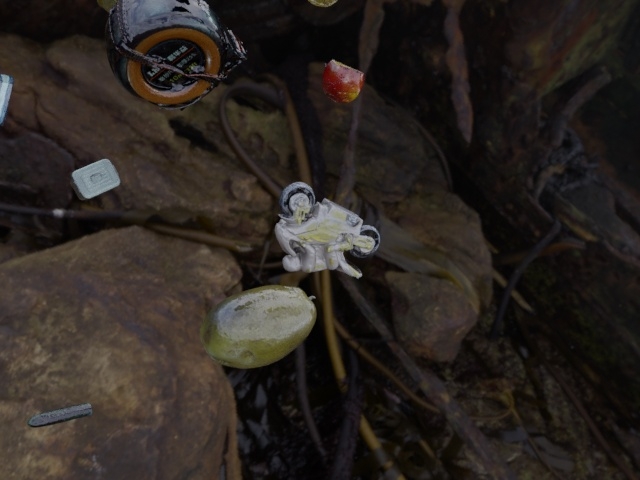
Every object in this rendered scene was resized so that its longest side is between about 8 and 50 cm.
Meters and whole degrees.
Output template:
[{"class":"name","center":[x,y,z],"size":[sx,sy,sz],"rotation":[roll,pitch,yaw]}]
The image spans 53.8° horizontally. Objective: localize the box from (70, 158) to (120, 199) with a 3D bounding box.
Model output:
[{"class":"box","center":[-0.623,-0.162,1.733],"size":[0.122,0.069,0.084],"rotation":[-32,98,-35]}]

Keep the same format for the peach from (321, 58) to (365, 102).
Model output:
[{"class":"peach","center":[0.042,-0.264,1.039],"size":[0.077,0.083,0.050],"rotation":[-38,57,-20]}]

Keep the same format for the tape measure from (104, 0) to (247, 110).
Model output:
[{"class":"tape measure","center":[-0.258,-0.332,1.084],"size":[0.223,0.202,0.135],"rotation":[29,32,-57]}]

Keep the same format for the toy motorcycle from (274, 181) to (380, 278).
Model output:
[{"class":"toy motorcycle","center":[0.000,0.000,1.643],"size":[0.341,0.222,0.108],"rotation":[27,10,-33]}]

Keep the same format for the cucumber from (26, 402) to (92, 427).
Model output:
[{"class":"cucumber","center":[-0.562,0.377,1.358],"size":[0.133,0.032,0.032],"rotation":[-2,54,-44]}]

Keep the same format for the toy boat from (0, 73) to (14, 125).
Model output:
[{"class":"toy boat","center":[-0.935,-0.403,1.825],"size":[0.062,0.096,0.299],"rotation":[16,26,-30]}]

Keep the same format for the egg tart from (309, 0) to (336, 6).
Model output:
[{"class":"egg tart","center":[0.005,-0.637,1.534],"size":[0.131,0.052,0.130],"rotation":[-1,92,-26]}]

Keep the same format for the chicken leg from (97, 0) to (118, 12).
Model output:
[{"class":"chicken leg","center":[-0.536,-0.761,1.872],"size":[0.201,0.430,0.152],"rotation":[37,69,-43]}]

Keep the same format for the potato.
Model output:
[{"class":"potato","center":[-0.120,0.174,1.300],"size":[0.252,0.174,0.159],"rotation":[-23,79,-17]}]
